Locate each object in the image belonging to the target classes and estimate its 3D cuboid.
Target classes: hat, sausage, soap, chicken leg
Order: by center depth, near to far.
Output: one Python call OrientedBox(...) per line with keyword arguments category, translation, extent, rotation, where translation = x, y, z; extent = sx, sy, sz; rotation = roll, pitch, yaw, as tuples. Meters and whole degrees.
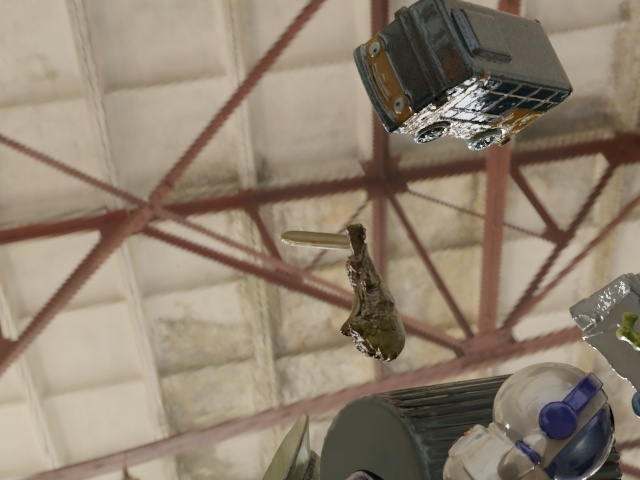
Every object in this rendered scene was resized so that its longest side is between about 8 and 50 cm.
OrientedBox(category="chicken leg", translation=(0.055, 0.064, 1.473), extent=(0.070, 0.178, 0.093), rotation=(-13, -6, 36))
OrientedBox(category="sausage", translation=(0.000, 0.000, 1.670), extent=(0.024, 0.132, 0.024), rotation=(-12, -76, -53))
OrientedBox(category="hat", translation=(-0.028, 0.416, 1.893), extent=(0.130, 0.257, 0.257), rotation=(29, -62, -4))
OrientedBox(category="soap", translation=(0.578, 0.203, 2.005), extent=(0.258, 0.302, 0.159), rotation=(-2, -23, -43))

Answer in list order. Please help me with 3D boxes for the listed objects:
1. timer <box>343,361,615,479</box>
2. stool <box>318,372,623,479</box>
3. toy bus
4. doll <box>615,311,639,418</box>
OrientedBox(category="timer", translation=(0.171, 0.289, 1.304), extent=(0.383, 0.270, 0.270), rotation=(-46, -46, -2))
OrientedBox(category="stool", translation=(0.197, 0.328, 1.656), extent=(0.330, 0.297, 0.297), rotation=(3, -52, -34))
OrientedBox(category="toy bus", translation=(0.189, -0.216, 1.553), extent=(0.167, 0.138, 0.275), rotation=(-35, -22, 36))
OrientedBox(category="doll", translation=(0.592, 0.214, 1.614), extent=(0.341, 0.346, 0.099), rotation=(-11, -15, 14))
